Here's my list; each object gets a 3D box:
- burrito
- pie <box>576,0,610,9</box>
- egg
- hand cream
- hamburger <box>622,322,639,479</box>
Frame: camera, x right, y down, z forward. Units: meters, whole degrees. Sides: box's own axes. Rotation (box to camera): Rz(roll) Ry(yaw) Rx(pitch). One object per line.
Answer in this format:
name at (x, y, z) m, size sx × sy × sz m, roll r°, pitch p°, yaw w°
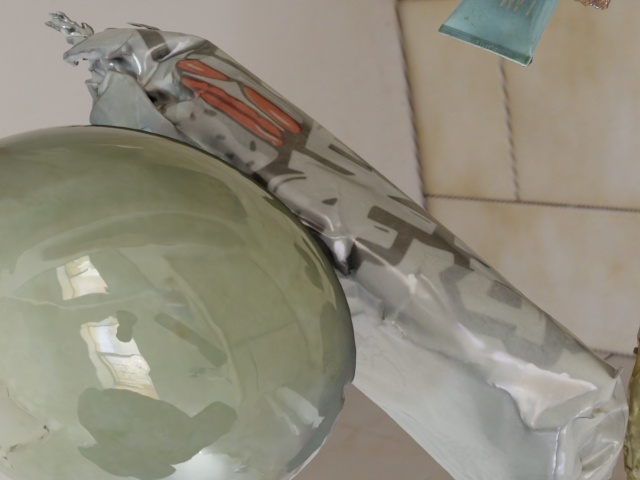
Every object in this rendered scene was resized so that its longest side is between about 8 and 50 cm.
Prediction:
burrito at (0.000, 0.000, 0.734) m, size 0.445 × 0.101 × 0.139 m, roll 41°, pitch 156°, yaw 4°
pie at (0.290, -0.322, 1.502) m, size 0.088 × 0.191 × 0.033 m, roll -41°, pitch 51°, yaw 55°
egg at (-0.098, 0.033, 0.592) m, size 0.217 × 0.183 × 0.183 m, roll 40°, pitch 148°, yaw -29°
hand cream at (0.251, -0.330, 1.392) m, size 0.111 × 0.312 × 0.070 m, roll 25°, pitch 156°, yaw 20°
hamburger at (0.288, 0.103, 0.818) m, size 0.145 × 0.259 × 0.283 m, roll 1°, pitch 99°, yaw 31°
